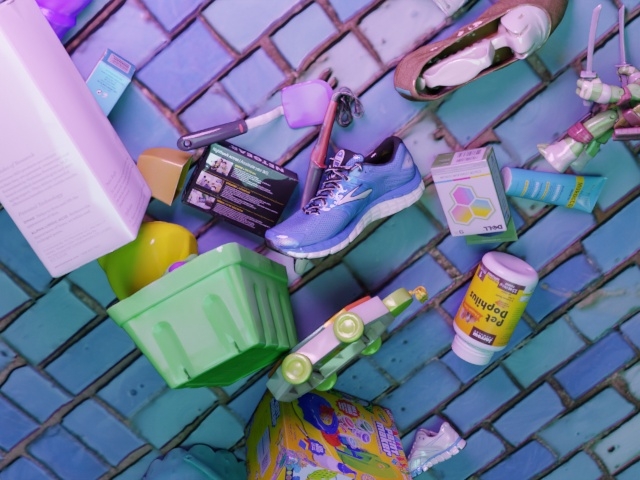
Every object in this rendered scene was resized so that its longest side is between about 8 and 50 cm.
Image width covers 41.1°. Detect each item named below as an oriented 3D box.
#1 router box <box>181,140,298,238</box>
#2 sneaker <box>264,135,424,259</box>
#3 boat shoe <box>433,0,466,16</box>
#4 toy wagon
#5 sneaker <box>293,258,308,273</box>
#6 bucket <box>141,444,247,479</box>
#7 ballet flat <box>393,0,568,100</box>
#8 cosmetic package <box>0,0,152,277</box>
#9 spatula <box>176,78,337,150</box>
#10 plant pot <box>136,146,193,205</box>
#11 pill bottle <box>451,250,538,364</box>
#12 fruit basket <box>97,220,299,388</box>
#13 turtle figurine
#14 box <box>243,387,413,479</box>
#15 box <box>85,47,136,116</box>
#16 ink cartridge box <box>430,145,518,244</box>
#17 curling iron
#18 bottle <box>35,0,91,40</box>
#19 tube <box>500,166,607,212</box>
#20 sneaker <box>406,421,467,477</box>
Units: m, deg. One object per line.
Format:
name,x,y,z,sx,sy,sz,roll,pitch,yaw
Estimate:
router box,-0.148,-0.096,1.576,0.179,0.046,0.133,24,110,-17
sneaker,0.031,-0.084,1.518,0.330,0.130,0.147,-33,120,-24
boat shoe,0.159,-0.455,1.422,0.226,0.083,0.076,32,107,-20
toy wagon,0.055,0.188,1.633,0.344,0.267,0.068,-39,73,1
sneaker,0.000,0.000,1.632,0.075,0.057,0.161,17,109,-8
bucket,-0.256,0.598,1.814,0.281,0.183,0.281,-3,117,-6
ballet flat,0.287,-0.333,1.473,0.342,0.124,0.116,-25,116,5
cosmetic package,-0.428,-0.164,1.310,0.156,0.217,0.385,-27,110,8
spatula,-0.113,-0.213,1.515,0.296,0.030,0.084,-20,116,-16
plant pot,-0.287,-0.123,1.532,0.083,0.081,0.081,20,112,-2
pill bottle,0.340,0.138,1.704,0.117,0.117,0.215,15,112,-13
fruit basket,-0.232,0.074,1.528,0.283,0.392,0.392,-28,115,7
turtle figurine,0.495,-0.262,1.517,0.274,0.198,0.266,37,122,-10
box,0.010,0.447,1.716,0.279,0.290,0.177,23,110,-17
box,-0.409,-0.205,1.464,0.060,0.100,0.244,32,108,-19
ink cartridge box,0.292,-0.067,1.610,0.109,0.062,0.209,-7,120,28
curling iron,0.010,-0.145,1.552,0.068,0.035,0.274,18,100,-16
bottle,-0.409,-0.429,1.363,0.118,0.092,0.283,24,110,-13
tube,0.446,-0.101,1.648,0.207,0.052,0.080,7,127,-15
sneaker,0.225,0.462,1.883,0.190,0.071,0.083,-37,81,18
